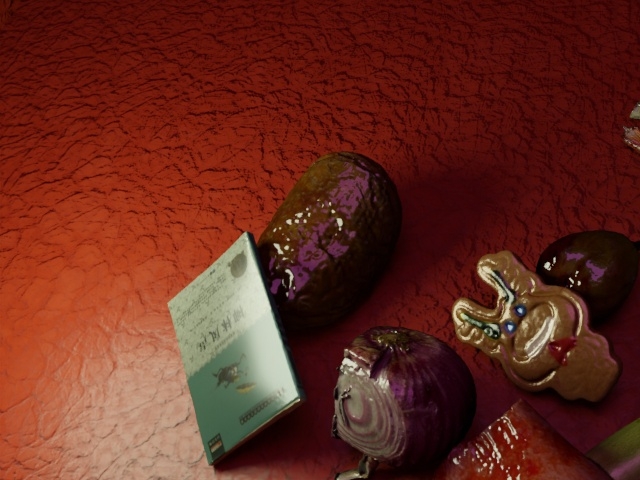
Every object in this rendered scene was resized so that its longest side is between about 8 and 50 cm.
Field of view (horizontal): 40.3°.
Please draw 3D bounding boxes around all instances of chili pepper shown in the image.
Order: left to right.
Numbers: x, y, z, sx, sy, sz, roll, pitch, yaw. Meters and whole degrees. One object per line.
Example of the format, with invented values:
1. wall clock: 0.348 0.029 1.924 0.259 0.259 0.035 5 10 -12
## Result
1. chili pepper: 0.315 0.406 1.365 0.229 0.251 0.305 -7 42 -37
2. chili pepper: 0.702 -0.188 1.840 0.045 0.027 0.178 -37 54 -9

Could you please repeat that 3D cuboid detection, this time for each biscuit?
1. biscuit: 0.391 0.165 1.586 0.334 0.047 0.202 39 104 32

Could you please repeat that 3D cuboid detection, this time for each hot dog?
1. hot dog: 0.000 0.000 1.777 0.267 0.174 0.387 31 82 26

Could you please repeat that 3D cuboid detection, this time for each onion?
1. onion: 0.153 0.271 1.500 0.231 0.272 0.256 12 45 30

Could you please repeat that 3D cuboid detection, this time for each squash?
1. squash: 0.555 0.345 1.423 0.247 0.132 0.132 -29 53 -11

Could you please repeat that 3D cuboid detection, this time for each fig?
1. fig: 0.547 0.044 1.651 0.274 0.145 0.170 -23 53 -20

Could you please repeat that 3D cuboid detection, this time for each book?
1. book: -0.170 0.203 1.668 0.264 0.031 0.379 -41 51 27

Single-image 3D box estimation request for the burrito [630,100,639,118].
1. burrito: 0.768 -0.272 1.881 0.186 0.041 0.045 12 16 23
